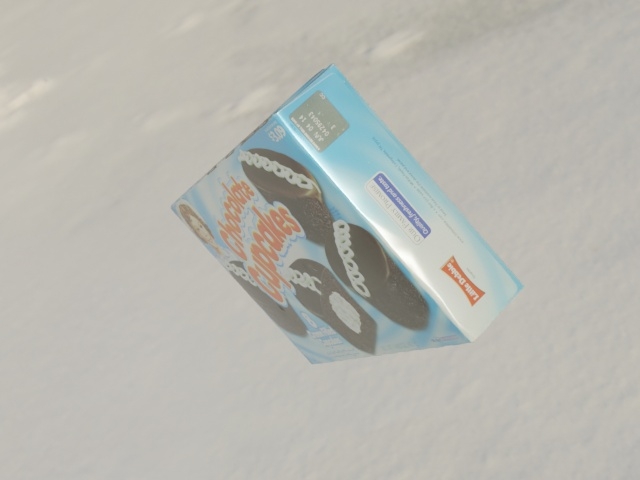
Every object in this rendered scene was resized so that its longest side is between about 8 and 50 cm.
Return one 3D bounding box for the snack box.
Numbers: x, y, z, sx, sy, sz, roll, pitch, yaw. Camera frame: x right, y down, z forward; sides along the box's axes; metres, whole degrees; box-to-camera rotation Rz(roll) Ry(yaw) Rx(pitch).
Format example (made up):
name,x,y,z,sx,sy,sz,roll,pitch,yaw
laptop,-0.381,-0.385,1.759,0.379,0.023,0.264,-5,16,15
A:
name,x,y,z,sx,sy,sz,roll,pitch,yaw
snack box,0.000,0.000,0.850,0.060,0.187,0.322,-43,6,-19
